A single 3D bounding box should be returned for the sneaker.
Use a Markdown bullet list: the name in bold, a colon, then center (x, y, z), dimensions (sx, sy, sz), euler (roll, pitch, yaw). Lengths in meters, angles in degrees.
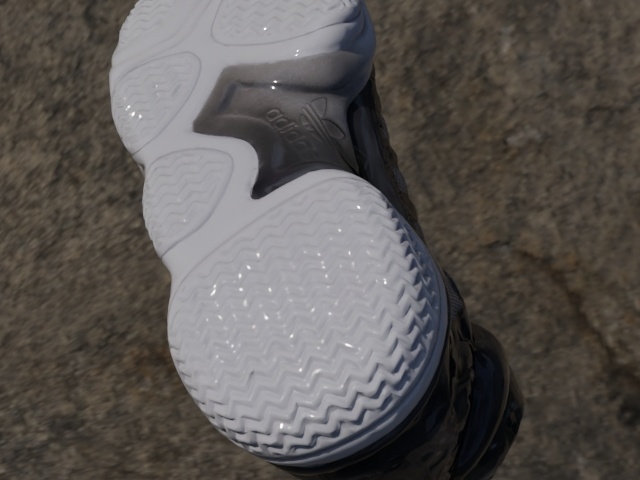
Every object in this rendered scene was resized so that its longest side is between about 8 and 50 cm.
- **sneaker**: center (0.000, 0.000, 0.536), dimensions (0.268, 0.101, 0.153), euler (-103, 167, -45)
